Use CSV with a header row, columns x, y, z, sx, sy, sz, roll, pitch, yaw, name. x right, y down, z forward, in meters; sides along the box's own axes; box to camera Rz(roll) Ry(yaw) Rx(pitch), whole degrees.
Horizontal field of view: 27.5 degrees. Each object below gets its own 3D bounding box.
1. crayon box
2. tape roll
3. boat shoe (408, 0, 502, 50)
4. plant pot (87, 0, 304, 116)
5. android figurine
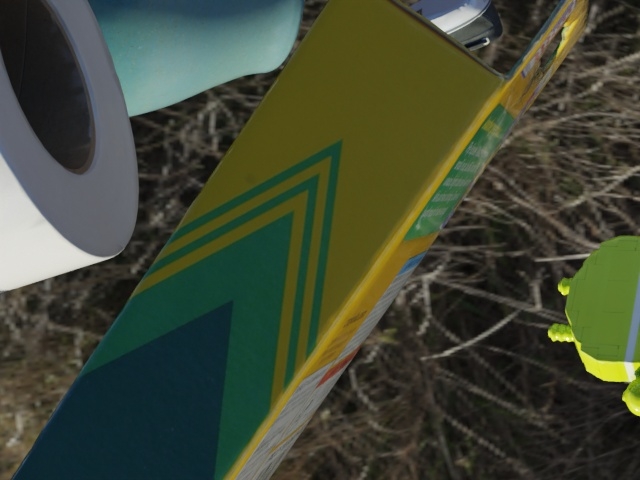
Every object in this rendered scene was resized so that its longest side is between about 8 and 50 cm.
x,y,z,sx,sy,sz,roll,pitch,yaw,name
0.000,0.000,0.617,0.083,0.203,0.323,36,98,7,crayon box
-0.243,-0.081,0.831,0.169,0.246,0.246,-17,80,13,tape roll
0.054,-0.126,0.871,0.142,0.040,0.049,-20,35,27,boat shoe
-0.159,-0.226,1.103,0.271,0.255,0.272,20,112,62,plant pot
0.381,0.077,1.400,0.272,0.056,0.248,-1,53,25,android figurine
